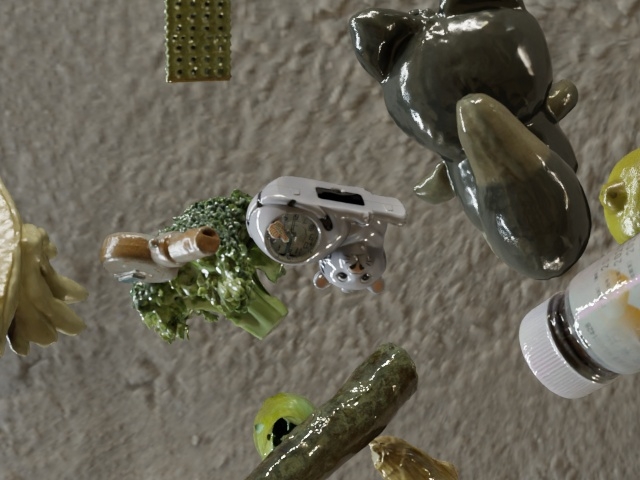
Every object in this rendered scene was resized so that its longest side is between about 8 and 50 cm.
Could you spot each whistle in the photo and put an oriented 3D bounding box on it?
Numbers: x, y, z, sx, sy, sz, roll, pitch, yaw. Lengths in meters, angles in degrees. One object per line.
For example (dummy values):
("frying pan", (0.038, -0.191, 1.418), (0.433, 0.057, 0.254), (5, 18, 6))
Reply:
("whistle", (-0.212, 0.020, 1.401), (0.220, 0.107, 0.057), (-13, 62, 44))

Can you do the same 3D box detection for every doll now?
("doll", (0.225, -0.162, 1.338), (0.252, 0.378, 0.382), (-36, 109, -5))

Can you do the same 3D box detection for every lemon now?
("lemon", (0.542, -0.059, 1.629), (0.248, 0.184, 0.184), (2, 101, -4))

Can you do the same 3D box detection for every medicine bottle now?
("medicine bottle", (0.427, 0.103, 1.510), (0.165, 0.165, 0.273), (50, 130, 3))

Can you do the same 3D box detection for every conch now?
("conch", (-0.039, 0.221, 1.203), (0.079, 0.201, 0.095), (8, 95, 6))

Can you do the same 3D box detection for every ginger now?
("ginger", (0.132, 0.290, 0.987), (0.294, 0.131, 0.086), (47, 144, 43))

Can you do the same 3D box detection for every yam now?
("yam", (-0.014, 0.197, 0.968), (0.061, 0.274, 0.061), (38, 152, 24))

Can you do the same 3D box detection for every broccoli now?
("broccoli", (-0.212, 0.061, 2.059), (0.317, 0.277, 0.338), (17, 116, 12))

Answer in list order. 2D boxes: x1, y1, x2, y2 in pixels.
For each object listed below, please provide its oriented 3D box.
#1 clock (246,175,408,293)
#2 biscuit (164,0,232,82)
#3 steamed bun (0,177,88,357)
("clock", (0.000, 0.000, 1.200), (0.176, 0.080, 0.117), (10, 113, -12))
("biscuit", (-0.212, -0.394, 1.881), (0.016, 0.139, 0.231), (19, 112, 52))
("steamed bun", (-0.493, 0.046, 1.614), (0.247, 0.428, 0.189), (-18, 138, -14))
